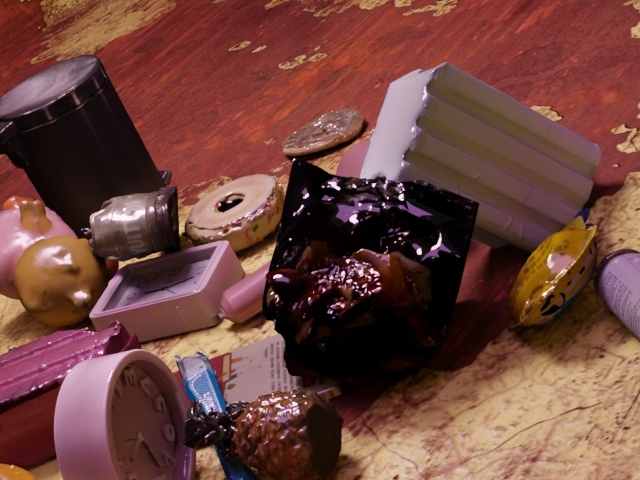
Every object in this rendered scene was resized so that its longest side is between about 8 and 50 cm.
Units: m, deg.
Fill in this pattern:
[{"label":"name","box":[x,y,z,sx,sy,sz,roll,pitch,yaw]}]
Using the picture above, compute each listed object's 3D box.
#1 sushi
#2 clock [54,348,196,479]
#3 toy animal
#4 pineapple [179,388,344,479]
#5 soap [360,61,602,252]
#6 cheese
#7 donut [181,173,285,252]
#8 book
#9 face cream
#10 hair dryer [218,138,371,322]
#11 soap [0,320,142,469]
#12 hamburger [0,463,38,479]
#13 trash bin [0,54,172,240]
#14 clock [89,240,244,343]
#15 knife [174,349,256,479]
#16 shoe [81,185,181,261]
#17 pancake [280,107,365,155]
[{"label":"sushi","box":[0.044,0.063,1.553,0.227,0.215,0.212,15,49,8]},{"label":"clock","box":[-0.216,0.224,1.474,0.068,0.197,0.197,-14,27,21]},{"label":"toy animal","box":[-0.427,0.041,2.057,0.169,0.195,0.281,-31,39,-33]},{"label":"pineapple","box":[-0.075,0.216,1.458,0.197,0.108,0.108,-1,34,30]},{"label":"soap","box":[0.207,-0.096,1.667,0.095,0.289,0.173,3,72,60]},{"label":"cheese","box":[0.279,0.026,1.537,0.156,0.064,0.250,-51,1,30]},{"label":"donut","box":[-0.131,-0.036,2.059,0.174,0.068,0.174,-20,28,11]},{"label":"book","box":[-0.085,0.180,1.646,0.232,0.022,0.162,-20,29,8]},{"label":"face cream","box":[0.355,0.071,1.395,0.075,0.075,0.229,-26,26,-1]},{"label":"hair dryer","box":[0.000,0.000,1.828,0.352,0.125,0.210,-32,24,2]},{"label":"soap","box":[-0.368,0.203,1.756,0.289,0.112,0.182,-24,25,4]},{"label":"hamburger","box":[-0.404,0.373,1.398,0.314,0.170,0.290,-25,31,-4]},{"label":"trash bin","box":[-0.396,-0.133,2.217,0.203,0.301,0.252,3,39,44]},{"label":"clock","box":[-0.225,0.080,1.923,0.197,0.063,0.150,-14,27,23]},{"label":"knife","box":[-0.126,0.217,1.573,0.044,0.026,0.296,-23,35,-6]},{"label":"shoe","box":[-0.291,-0.024,2.017,0.149,0.109,0.293,-7,1,-5]},{"label":"pancake","box":[0.005,-0.185,2.272,0.158,0.028,0.158,-20,23,9]}]
